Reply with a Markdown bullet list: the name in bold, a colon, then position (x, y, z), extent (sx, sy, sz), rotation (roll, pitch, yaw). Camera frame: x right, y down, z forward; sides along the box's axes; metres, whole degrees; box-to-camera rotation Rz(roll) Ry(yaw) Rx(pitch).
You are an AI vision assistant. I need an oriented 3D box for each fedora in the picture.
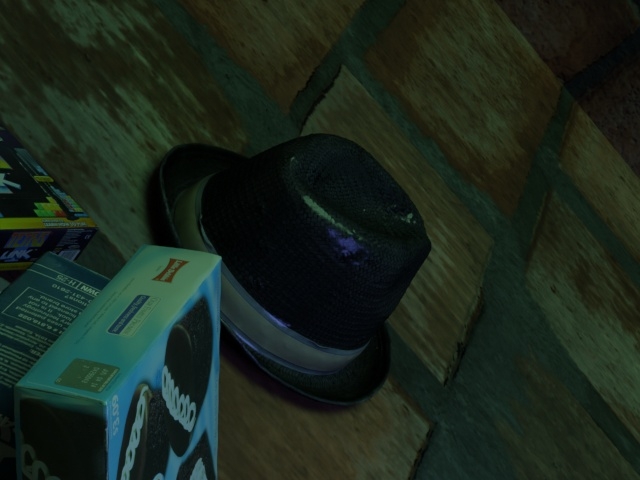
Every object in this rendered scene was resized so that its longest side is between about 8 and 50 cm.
- **fedora**: position (0.000, 0.000, 1.728), extent (0.334, 0.152, 0.334), rotation (40, 29, -27)

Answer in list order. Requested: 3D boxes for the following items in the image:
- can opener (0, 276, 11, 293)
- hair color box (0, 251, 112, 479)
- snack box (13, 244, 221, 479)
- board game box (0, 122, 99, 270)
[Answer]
- **can opener**: position (-0.165, 0.136, 1.363), extent (0.283, 0.076, 0.095), rotation (47, 27, -17)
- **hair color box**: position (-0.218, 0.156, 1.104), extent (0.105, 0.174, 0.347), rotation (25, 25, 5)
- **snack box**: position (-0.118, 0.186, 1.086), extent (0.187, 0.060, 0.322), rotation (-56, 152, -60)
- **board game box**: position (-0.275, -0.038, 1.386), extent (0.141, 0.048, 0.170), rotation (46, 21, 20)
